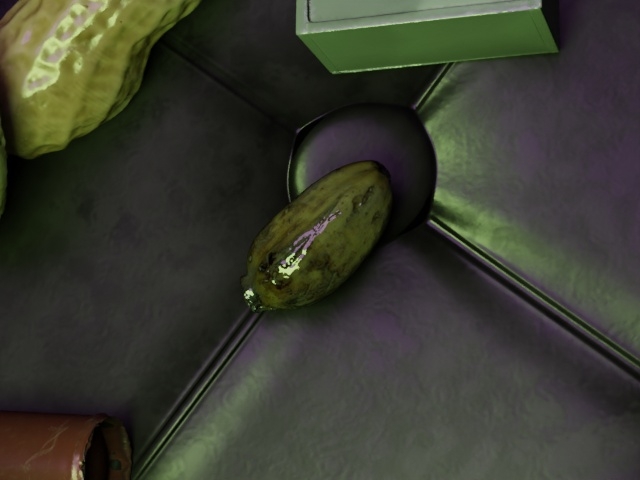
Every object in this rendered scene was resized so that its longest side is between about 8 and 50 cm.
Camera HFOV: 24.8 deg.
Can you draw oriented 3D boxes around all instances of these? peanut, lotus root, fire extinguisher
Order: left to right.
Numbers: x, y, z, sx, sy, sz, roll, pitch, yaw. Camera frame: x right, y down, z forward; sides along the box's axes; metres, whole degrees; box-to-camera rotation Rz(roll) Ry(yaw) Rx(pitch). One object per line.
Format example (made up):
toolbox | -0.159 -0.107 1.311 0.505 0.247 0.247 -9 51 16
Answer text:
fire extinguisher | -0.349 0.229 1.375 0.337 0.106 0.147 0 100 18
peanut | -0.215 -0.212 1.420 0.325 0.153 0.140 -44 35 0
lotus root | 0.000 0.000 1.331 0.179 0.080 0.089 -42 46 -2

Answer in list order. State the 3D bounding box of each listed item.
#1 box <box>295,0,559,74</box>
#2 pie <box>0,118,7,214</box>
box | 0.101 -0.285 1.357 0.225 0.117 0.225 -3 75 17
pie | -0.366 -0.118 1.401 0.055 0.274 0.274 -16 66 -28
